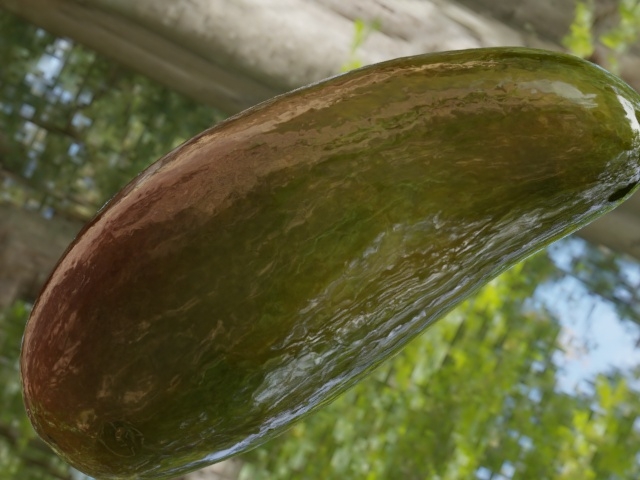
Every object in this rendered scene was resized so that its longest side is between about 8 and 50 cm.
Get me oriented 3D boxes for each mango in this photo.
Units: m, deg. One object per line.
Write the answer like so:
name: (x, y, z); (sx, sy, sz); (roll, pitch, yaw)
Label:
mango: (-0.002, 0.000, 0.690); (0.289, 0.129, 0.146); (-28, -173, -4)
